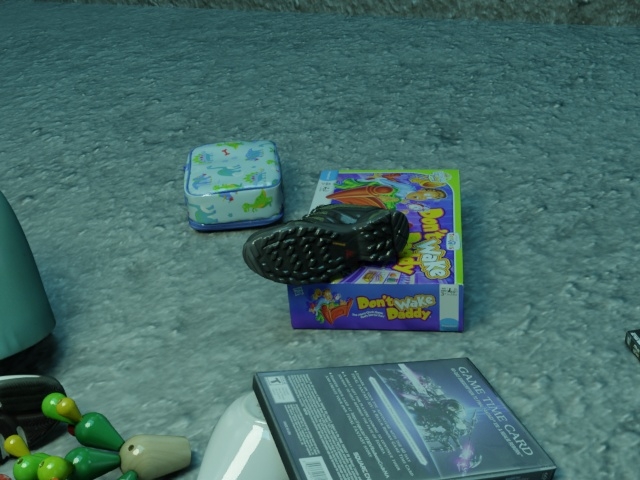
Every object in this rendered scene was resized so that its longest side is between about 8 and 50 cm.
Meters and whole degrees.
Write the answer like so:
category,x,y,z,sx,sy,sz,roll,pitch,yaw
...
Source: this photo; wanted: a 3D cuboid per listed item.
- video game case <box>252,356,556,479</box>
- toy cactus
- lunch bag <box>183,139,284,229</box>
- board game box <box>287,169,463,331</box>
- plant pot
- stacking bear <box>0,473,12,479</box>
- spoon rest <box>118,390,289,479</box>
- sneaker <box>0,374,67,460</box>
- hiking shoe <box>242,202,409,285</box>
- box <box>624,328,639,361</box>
category,x,y,z,sx,sy,sz,roll,pitch,yaw
video game case,0.083,0.197,0.842,0.274,0.026,0.196,0,27,-21
toy cactus,-0.226,0.243,0.823,0.180,0.112,0.219,0,22,-31
lunch bag,-0.154,-0.101,1.389,0.175,0.090,0.219,-6,30,-4
board game box,0.095,0.002,1.186,0.233,0.078,0.347,0,30,9
plant pot,-0.510,0.028,0.995,0.292,0.235,0.293,-9,11,2
stacking bear,-0.352,0.306,0.664,0.175,0.164,0.289,-5,25,0
spoon rest,-0.093,0.234,0.835,0.137,0.084,0.276,19,24,33
sneaker,-0.448,0.194,0.914,0.281,0.107,0.162,-18,30,-21
hiking shoe,0.000,0.000,1.062,0.226,0.086,0.114,-9,16,-17
box,0.422,0.137,0.961,0.067,0.018,0.083,-7,30,-4
